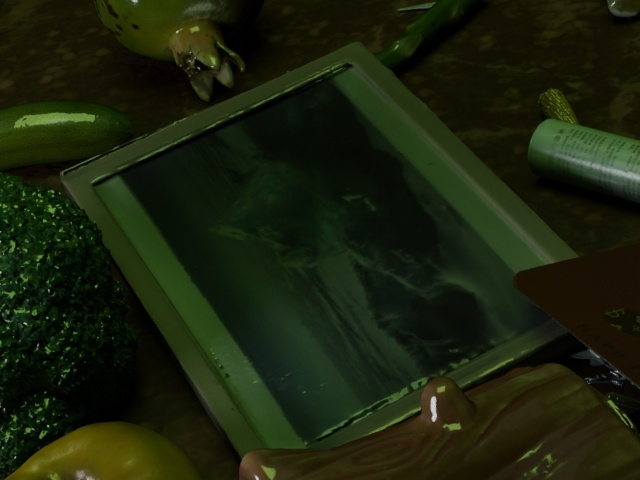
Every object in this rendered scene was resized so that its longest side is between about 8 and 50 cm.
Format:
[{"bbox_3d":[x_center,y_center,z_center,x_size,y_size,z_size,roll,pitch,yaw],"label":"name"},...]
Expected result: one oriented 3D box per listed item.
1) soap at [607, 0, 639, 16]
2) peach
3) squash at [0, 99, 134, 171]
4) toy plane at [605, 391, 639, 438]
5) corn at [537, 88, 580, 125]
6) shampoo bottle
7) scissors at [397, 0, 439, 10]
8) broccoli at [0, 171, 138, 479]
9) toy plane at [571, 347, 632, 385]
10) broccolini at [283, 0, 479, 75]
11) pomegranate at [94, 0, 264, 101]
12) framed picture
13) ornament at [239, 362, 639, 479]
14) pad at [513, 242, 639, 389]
[{"bbox_3d":[0.388,-0.350,1.675,0.173,0.089,0.274,-8,35,9],"label":"soap"},{"bbox_3d":[-0.161,0.208,1.071,0.179,0.103,0.179,-7,38,6],"label":"peach"},{"bbox_3d":[-0.320,-0.103,1.576,0.258,0.069,0.069,-10,36,3],"label":"squash"},{"bbox_3d":[0.265,0.146,1.060,0.145,0.060,0.037,20,45,18],"label":"toy plane"},{"bbox_3d":[0.228,-0.119,1.460,0.028,0.027,0.083,-21,38,4],"label":"corn"},{"bbox_3d":[0.277,-0.060,1.340,0.195,0.056,0.056,20,47,36],"label":"shampoo bottle"},{"bbox_3d":[0.127,-0.264,1.707,0.083,0.006,0.036,-5,34,11],"label":"scissors"},{"bbox_3d":[-0.278,0.067,1.215,0.261,0.241,0.269,2,53,-38],"label":"broccoli"},{"bbox_3d":[0.236,0.095,1.162,0.083,0.031,0.078,19,38,40],"label":"toy plane"},{"bbox_3d":[0.039,-0.195,1.579,0.079,0.074,0.392,25,51,32],"label":"broccolini"},{"bbox_3d":[-0.143,-0.276,1.654,0.198,0.198,0.246,-24,41,-15],"label":"pomegranate"},{"bbox_3d":[0.000,0.000,1.304,0.326,0.028,0.446,-27,45,-14],"label":"framed picture"},{"bbox_3d":[0.087,0.199,0.940,0.217,0.221,0.235,-24,78,-22],"label":"ornament"},{"bbox_3d":[0.282,0.077,1.127,0.181,0.004,0.267,-12,36,-33],"label":"pad"}]
